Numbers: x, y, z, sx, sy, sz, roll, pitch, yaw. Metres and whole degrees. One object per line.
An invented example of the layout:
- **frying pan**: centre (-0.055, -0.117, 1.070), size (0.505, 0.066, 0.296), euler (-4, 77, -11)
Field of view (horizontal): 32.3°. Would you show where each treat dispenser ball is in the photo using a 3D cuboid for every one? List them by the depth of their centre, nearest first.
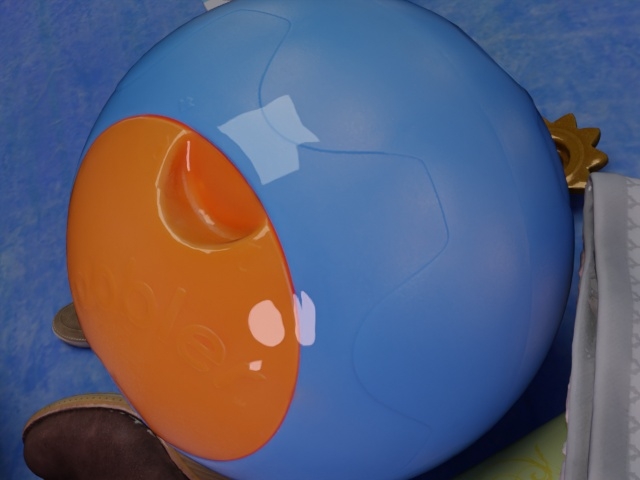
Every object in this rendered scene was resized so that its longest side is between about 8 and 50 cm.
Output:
- **treat dispenser ball**: centre (0.000, 0.000, 0.640), size (0.288, 0.288, 0.288), euler (-16, 45, 17)

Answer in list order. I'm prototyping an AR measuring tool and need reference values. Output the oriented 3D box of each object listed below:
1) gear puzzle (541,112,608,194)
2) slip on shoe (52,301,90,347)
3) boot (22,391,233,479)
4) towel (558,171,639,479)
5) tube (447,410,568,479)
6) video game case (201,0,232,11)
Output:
- **gear puzzle**: centre (0.052, -0.007, 0.831), size (0.338, 0.044, 0.175), euler (-26, 50, 7)
- **slip on shoe**: centre (-0.166, 0.058, 0.897), size (0.135, 0.041, 0.051), euler (0, 51, 29)
- **boot**: centre (-0.128, 0.207, 0.702), size (0.248, 0.090, 0.207), euler (3, 51, 27)
- **towel**: centre (0.272, 0.085, 0.506), size (0.316, 0.053, 0.332), euler (7, 40, 11)
- **tube**: centre (0.106, 0.158, 0.640), size (0.240, 0.070, 0.062), euler (-26, 7, 0)
- **video game case**: centre (-0.046, -0.233, 1.115), size (0.119, 0.015, 0.166), euler (-31, 43, 1)
